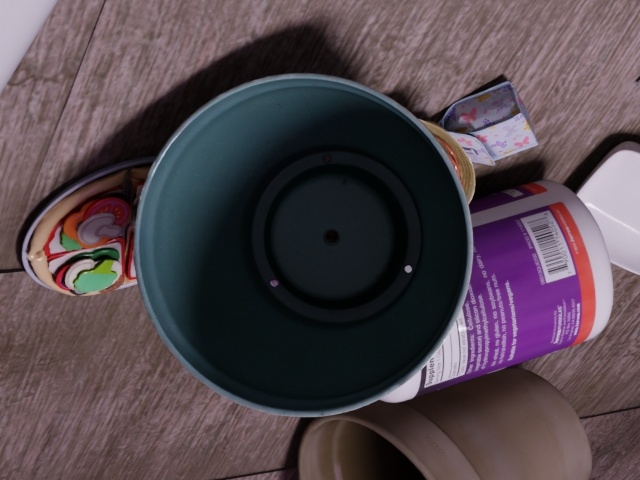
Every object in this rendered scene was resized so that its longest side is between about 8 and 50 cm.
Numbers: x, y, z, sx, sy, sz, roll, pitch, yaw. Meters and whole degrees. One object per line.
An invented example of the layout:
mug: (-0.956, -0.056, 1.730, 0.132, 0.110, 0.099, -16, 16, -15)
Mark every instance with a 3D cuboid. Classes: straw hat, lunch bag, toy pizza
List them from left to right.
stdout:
toy pizza: (-0.180, -0.005, 1.602, 0.201, 0.032, 0.201, -19, 150, -12)
straw hat: (0.094, -0.083, 1.657, 0.061, 0.144, 0.144, -59, 176, -42)
lunch bag: (0.164, -0.109, 1.685, 0.083, 0.053, 0.071, -19, 151, 13)

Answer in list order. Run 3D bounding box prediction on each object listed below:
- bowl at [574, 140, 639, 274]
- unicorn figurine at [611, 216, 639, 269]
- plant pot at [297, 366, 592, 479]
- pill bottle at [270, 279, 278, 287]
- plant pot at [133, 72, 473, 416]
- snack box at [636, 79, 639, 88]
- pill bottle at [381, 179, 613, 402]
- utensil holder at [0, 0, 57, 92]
bowl: (0.351, -0.040, 1.890, 0.142, 0.053, 0.142, 29, 126, -9)
unicorn figurine: (0.358, -0.007, 1.988, 0.162, 0.060, 0.111, -32, 150, 10)
plant pot: (0.176, 0.297, 2.131, 0.280, 0.323, 0.323, -28, 155, -32)
pill bottle: (-0.067, 0.031, 1.699, 0.137, 0.078, 0.078, -26, 150, 0)
plant pot: (0.000, 0.000, 1.543, 0.293, 0.293, 0.196, -32, 177, 10)
snack box: (0.412, -0.170, 1.811, 0.178, 0.022, 0.064, 5, 140, -43)
pill bottle: (0.131, 0.059, 1.794, 0.323, 0.181, 0.181, -16, 149, -16)
utensil holder: (-0.277, -0.208, 0.917, 0.328, 0.327, 0.385, 1, 142, -39)
